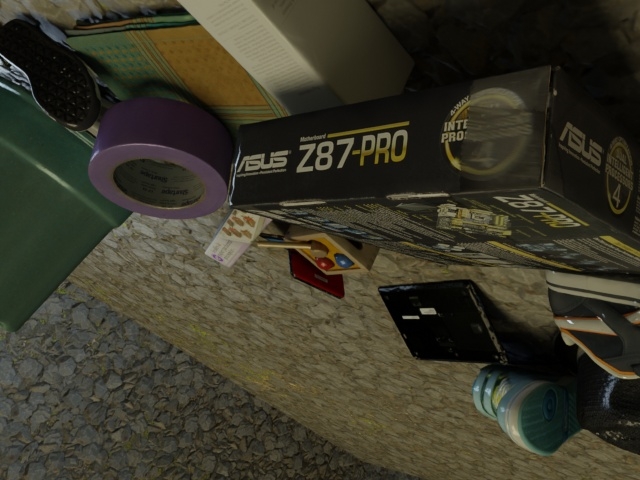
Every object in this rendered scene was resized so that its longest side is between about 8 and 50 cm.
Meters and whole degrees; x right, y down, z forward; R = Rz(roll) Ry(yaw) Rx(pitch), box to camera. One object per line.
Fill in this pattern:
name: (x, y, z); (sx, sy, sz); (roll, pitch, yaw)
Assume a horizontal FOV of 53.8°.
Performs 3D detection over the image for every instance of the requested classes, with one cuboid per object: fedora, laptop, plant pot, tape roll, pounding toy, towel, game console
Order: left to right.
plant pot: (-0.530, -0.046, 1.088); (0.341, 0.334, 0.341); (32, 166, 9)
tape roll: (-0.220, -0.109, 0.886); (0.189, 0.080, 0.189); (3, 151, 2)
towel: (-0.137, -0.195, 0.854); (0.371, 0.040, 0.271); (8, 150, 32)
game console: (-0.035, 0.046, 1.151); (0.085, 0.124, 0.144); (-28, 143, 31)
pounding toy: (0.000, 0.000, 1.033); (0.141, 0.100, 0.130); (40, 152, -28)
laptop: (0.279, 0.162, 1.197); (0.234, 0.137, 0.264); (-12, 111, 53)
fedora: (0.507, 0.241, 0.964); (0.334, 0.152, 0.334); (21, 156, 10)

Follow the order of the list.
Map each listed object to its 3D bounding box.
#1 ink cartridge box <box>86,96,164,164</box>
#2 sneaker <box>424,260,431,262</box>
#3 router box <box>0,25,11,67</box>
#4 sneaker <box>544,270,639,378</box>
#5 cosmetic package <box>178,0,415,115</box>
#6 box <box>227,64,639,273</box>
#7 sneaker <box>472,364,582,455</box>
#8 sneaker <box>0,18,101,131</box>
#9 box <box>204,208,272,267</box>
ink cartridge box: (-0.325, -0.157, 1.051); (0.189, 0.066, 0.232); (28, 170, 30)
sneaker: (0.202, -0.005, 0.907); (0.119, 0.066, 0.042); (-4, 167, -12)
router box: (-0.547, -0.324, 0.986); (0.123, 0.038, 0.092); (16, 155, 20)
sneaker: (0.399, 0.092, 0.709); (0.321, 0.126, 0.127); (12, 116, 65)
cosmetic package: (-0.018, -0.205, 0.619); (0.086, 0.117, 0.231); (-3, 142, 48)
box: (0.158, -0.037, 0.637); (0.318, 0.097, 0.395); (3, 172, 44)
sneaker: (0.343, 0.297, 1.149); (0.208, 0.127, 0.319); (3, 174, 40)
sneaker: (-0.375, -0.235, 0.915); (0.234, 0.084, 0.097); (47, 179, 22)
box: (-0.146, -0.028, 1.164); (0.063, 0.067, 0.324); (30, 155, -10)
